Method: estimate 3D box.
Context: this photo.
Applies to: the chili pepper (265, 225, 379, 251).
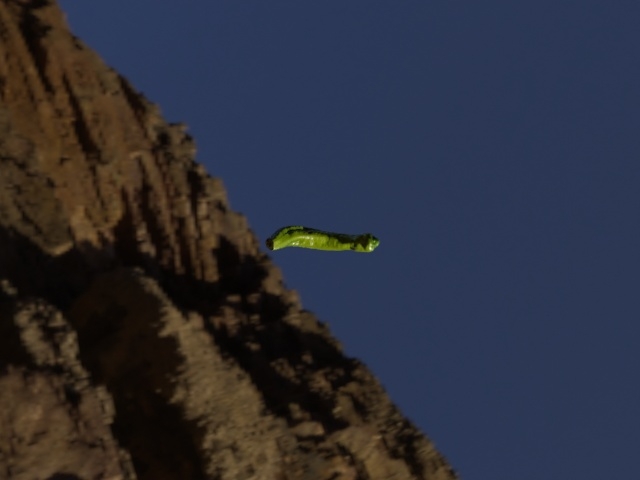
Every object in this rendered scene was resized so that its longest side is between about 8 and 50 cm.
[{"bbox_3d":[0.000,-0.001,0.908,0.083,0.030,0.017,2,-86,-16],"label":"chili pepper"}]
